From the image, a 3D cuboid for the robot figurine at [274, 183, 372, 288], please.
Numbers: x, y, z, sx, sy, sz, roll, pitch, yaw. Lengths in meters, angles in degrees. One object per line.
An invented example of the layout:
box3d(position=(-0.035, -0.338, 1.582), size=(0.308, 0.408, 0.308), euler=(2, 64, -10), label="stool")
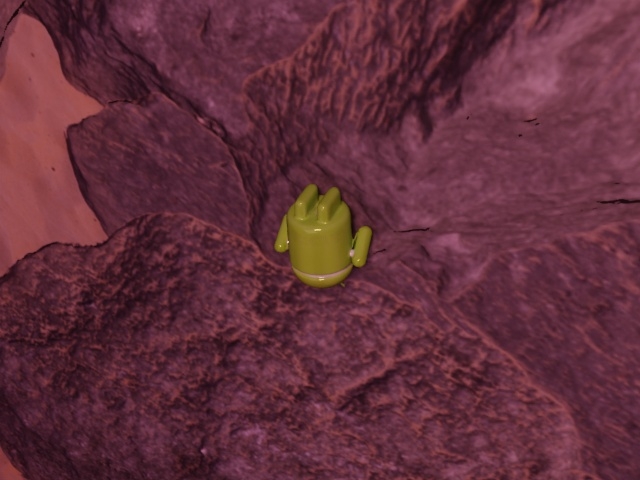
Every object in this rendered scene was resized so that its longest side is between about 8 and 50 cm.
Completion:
box3d(position=(0.000, 0.000, 1.048), size=(0.101, 0.067, 0.115), euler=(8, 127, 19), label="robot figurine")
